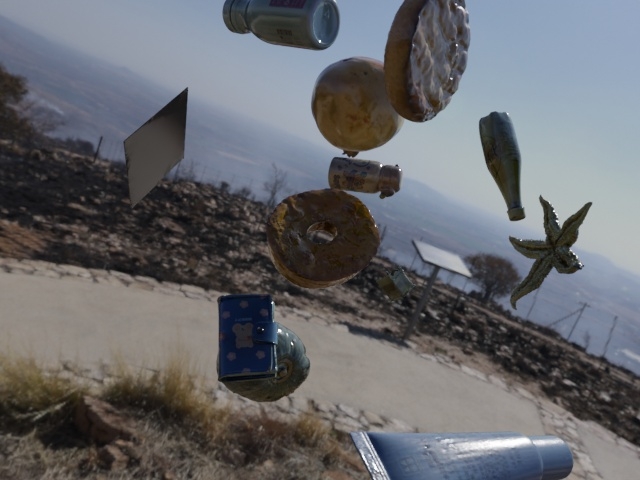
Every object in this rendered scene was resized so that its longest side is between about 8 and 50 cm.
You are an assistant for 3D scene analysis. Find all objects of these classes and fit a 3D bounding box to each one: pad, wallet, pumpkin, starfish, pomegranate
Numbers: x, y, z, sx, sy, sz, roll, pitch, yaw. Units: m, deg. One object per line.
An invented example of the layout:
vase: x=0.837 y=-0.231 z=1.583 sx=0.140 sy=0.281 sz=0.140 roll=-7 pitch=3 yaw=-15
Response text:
pad: x=-0.471 y=-0.257 z=1.509 sx=0.007 sy=0.247 sz=0.367 roll=37 pitch=-28 yaw=2
wallet: x=-0.167 y=0.219 z=1.206 sx=0.141 sy=0.059 sz=0.202 roll=0 pitch=55 yaw=-11
pumpkin: x=-0.198 y=0.427 z=1.833 sx=0.257 sy=0.291 sz=0.328 roll=30 pitch=-18 yaw=50
starfish: x=0.633 y=0.003 z=1.428 sx=0.078 sy=0.358 sz=0.347 roll=23 pitch=-30 yaw=-5
pomegranate: x=0.122 y=-0.436 z=1.741 sx=0.342 sy=0.342 sz=0.342 roll=21 pitch=10 yaw=-4

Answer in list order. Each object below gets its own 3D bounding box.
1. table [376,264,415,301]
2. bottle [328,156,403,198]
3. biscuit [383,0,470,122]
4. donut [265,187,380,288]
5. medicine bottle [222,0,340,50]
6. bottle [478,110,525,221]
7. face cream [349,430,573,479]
table: x=0.234 y=0.133 z=1.631 sx=0.083 sy=0.062 sz=0.079 roll=51 pitch=-34 yaw=-1
bottle: x=0.132 y=-0.179 z=1.512 sx=0.209 sy=0.110 sz=0.097 roll=9 pitch=-23 yaw=17
biscuit: x=0.235 y=-0.418 z=1.176 sx=0.102 sy=0.296 sz=0.296 roll=22 pitch=9 yaw=34
donut: x=-0.003 y=0.000 z=1.281 sx=0.277 sy=0.277 sz=0.108 roll=22 pitch=-33 yaw=0
medicine bottle: x=-0.074 y=-0.385 z=0.904 sx=0.216 sy=0.090 sz=0.090 roll=22 pitch=9 yaw=34
bottle: x=0.438 y=-0.175 z=1.244 sx=0.083 sy=0.270 sz=0.083 roll=-6 pitch=-16 yaw=-2
face cream: x=0.226 y=0.330 z=0.767 sx=0.385 sy=0.086 sz=0.135 roll=10 pitch=29 yaw=-30
